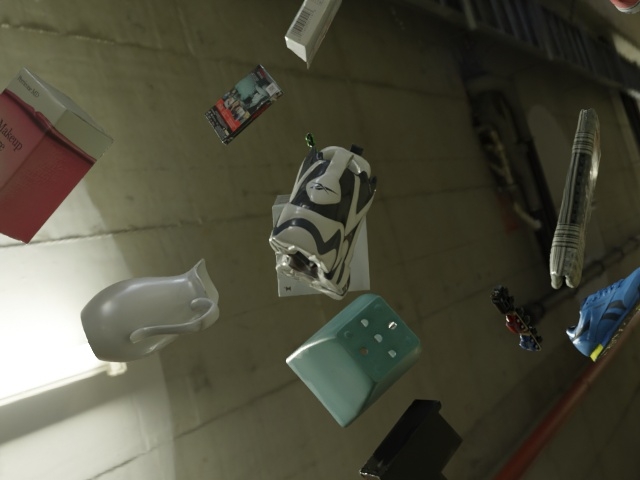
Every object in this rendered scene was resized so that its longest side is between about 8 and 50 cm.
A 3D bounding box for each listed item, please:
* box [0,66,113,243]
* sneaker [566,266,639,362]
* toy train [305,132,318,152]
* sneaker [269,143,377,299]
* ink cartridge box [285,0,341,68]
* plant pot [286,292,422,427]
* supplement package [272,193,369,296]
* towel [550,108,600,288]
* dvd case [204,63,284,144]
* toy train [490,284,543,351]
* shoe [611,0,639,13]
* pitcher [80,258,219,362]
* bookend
[{"bbox_3d":[-0.484,-0.137,1.348,0.148,0.232,0.127,40,-179,29],"label":"box"},{"bbox_3d":[0.456,0.101,1.300,0.069,0.209,0.082,-21,-125,-39],"label":"sneaker"},{"bbox_3d":[-0.012,-0.175,1.649,0.024,0.017,0.083,-79,-27,-77],"label":"toy train"},{"bbox_3d":[0.013,-0.028,0.933,0.153,0.094,0.235,-63,-16,-12],"label":"sneaker"},{"bbox_3d":[-0.010,-0.486,1.797,0.056,0.181,0.224,27,180,-1],"label":"ink cartridge box"},{"bbox_3d":[0.072,0.193,1.417,0.165,0.234,0.165,-39,-98,-22],"label":"plant pot"},{"bbox_3d":[0.000,0.000,1.854,0.263,0.198,0.199,-96,2,-82],"label":"supplement package"},{"bbox_3d":[0.487,-0.066,1.580,0.324,0.056,0.312,23,-103,-68],"label":"towel"},{"bbox_3d":[-0.119,-0.210,1.268,0.013,0.119,0.087,40,-169,-46],"label":"dvd case"},{"bbox_3d":[0.323,0.133,1.352,0.036,0.027,0.158,-52,-59,-20],"label":"toy train"},{"bbox_3d":[0.424,-0.383,1.048,0.081,0.178,0.063,19,-158,-39],"label":"shoe"},{"bbox_3d":[-0.258,0.119,1.268,0.178,0.207,0.126,-128,18,-70],"label":"pitcher"},{"bbox_3d":[0.171,0.361,1.298,0.156,0.072,0.157,48,-115,-12],"label":"bookend"}]
